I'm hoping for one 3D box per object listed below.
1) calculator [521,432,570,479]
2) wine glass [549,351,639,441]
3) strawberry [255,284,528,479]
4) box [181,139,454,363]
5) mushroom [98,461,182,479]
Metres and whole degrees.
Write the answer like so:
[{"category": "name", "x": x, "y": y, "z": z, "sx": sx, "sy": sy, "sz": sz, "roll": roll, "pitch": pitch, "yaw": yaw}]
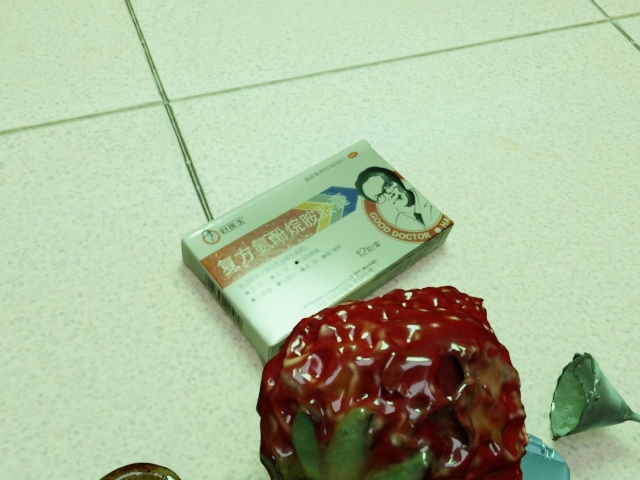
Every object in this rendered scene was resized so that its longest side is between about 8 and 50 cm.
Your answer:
[{"category": "calculator", "x": 0.233, "y": 0.328, "z": 0.760, "sx": 0.121, "sy": 0.039, "sz": 0.210, "roll": 16, "pitch": 54, "yaw": 4}, {"category": "wine glass", "x": 0.401, "y": 0.228, "z": 0.815, "sx": 0.183, "sy": 0.122, "sz": 0.122, "roll": 23, "pitch": 55, "yaw": 2}, {"category": "strawberry", "x": 0.092, "y": 0.183, "z": 0.718, "sx": 0.317, "sy": 0.295, "sz": 0.345, "roll": 59, "pitch": 32, "yaw": -10}, {"category": "box", "x": 0.000, "y": 0.000, "z": 0.950, "sx": 0.353, "sy": 0.069, "sz": 0.214, "roll": -30, "pitch": 64, "yaw": -27}, {"category": "mushroom", "x": -0.199, "y": 0.300, "z": 0.691, "sx": 0.127, "sy": 0.087, "sz": 0.127, "roll": 5, "pitch": 58, "yaw": -8}]
